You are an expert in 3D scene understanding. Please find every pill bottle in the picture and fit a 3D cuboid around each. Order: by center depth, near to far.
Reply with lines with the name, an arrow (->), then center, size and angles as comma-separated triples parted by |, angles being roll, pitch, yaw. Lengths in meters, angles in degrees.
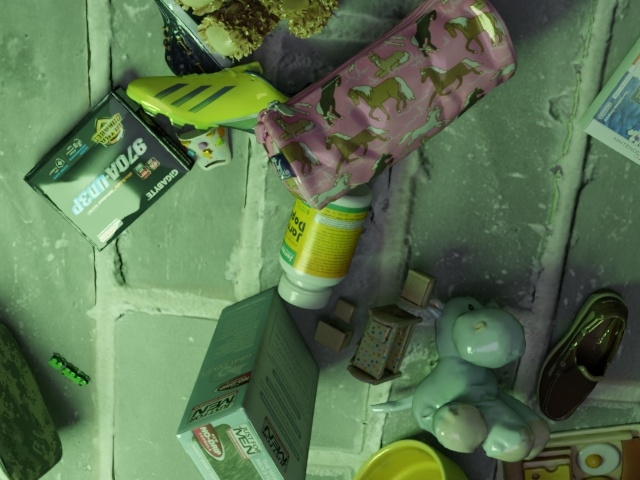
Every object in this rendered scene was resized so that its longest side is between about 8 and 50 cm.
pill bottle -> 0.000, 0.000, 1.412 | 0.117, 0.118, 0.209 | 16, 113, -3

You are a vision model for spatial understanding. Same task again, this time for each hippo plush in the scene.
hippo plush -> 0.268, 0.219, 1.460 | 0.234, 0.294, 0.237 | 14, 87, -22

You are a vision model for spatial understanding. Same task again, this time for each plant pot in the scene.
plant pot -> 0.200, 0.518, 1.562 | 0.239, 0.254, 0.254 | 36, 111, -28

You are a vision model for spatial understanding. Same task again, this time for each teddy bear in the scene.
teddy bear -> -0.049, -0.392, 1.241 | 0.338, 0.113, 0.245 | -43, 122, 16

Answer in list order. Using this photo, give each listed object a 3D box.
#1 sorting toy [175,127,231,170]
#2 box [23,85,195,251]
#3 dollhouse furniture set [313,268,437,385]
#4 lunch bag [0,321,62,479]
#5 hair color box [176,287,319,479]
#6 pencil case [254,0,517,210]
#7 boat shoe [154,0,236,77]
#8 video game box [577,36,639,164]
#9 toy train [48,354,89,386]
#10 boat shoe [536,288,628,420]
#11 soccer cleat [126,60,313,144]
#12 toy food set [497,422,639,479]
sorting toy -> -0.180, -0.148, 1.409 | 0.083, 0.045, 0.075 | -18, 129, 11
box -> -0.342, -0.114, 1.422 | 0.220, 0.051, 0.175 | -39, 105, 17
dollhouse furniture set -> 0.073, 0.116, 1.439 | 0.161, 0.101, 0.182 | 26, 106, 29
lunch bag -> -0.631, 0.327, 1.511 | 0.256, 0.212, 0.305 | -25, 94, 13
hair color box -> -0.099, 0.248, 1.382 | 0.113, 0.374, 0.185 | -23, 109, 13
pencil case -> 0.094, -0.207, 1.258 | 0.386, 0.167, 0.160 | -34, 68, 1
boat shoe -> -0.216, -0.311, 1.323 | 0.083, 0.065, 0.183 | -36, 107, 18
video game box -> 0.529, -0.208, 1.329 | 0.187, 0.048, 0.205 | 28, 112, -10
toy train -> -0.458, 0.238, 1.596 | 0.083, 0.017, 0.023 | 41, 119, -13
boat shoe -> 0.439, 0.209, 1.482 | 0.095, 0.095, 0.258 | 16, 113, -3
soccer cleat -> -0.143, -0.220, 1.322 | 0.289, 0.093, 0.121 | 9, 110, -18
toy food set -> 0.478, 0.458, 1.586 | 0.306, 0.092, 0.220 | -8, 112, 6
